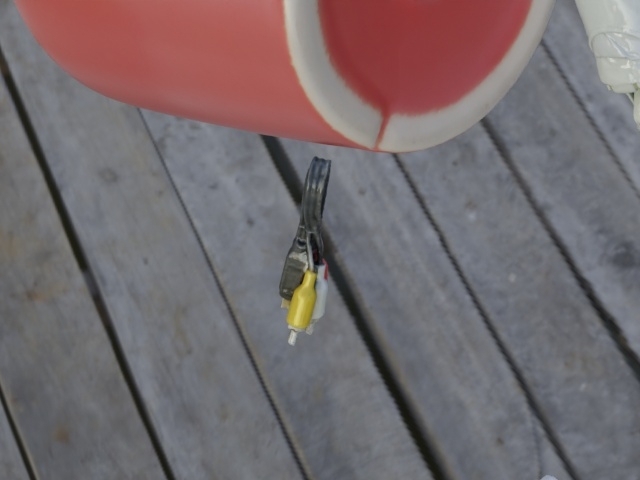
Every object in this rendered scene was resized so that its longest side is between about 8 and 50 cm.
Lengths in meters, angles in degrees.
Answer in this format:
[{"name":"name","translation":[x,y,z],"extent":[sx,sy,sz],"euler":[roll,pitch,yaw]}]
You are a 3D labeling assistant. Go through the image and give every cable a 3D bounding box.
[{"name":"cable","translation":[0.000,0.000,1.536],"extent":[0.072,0.287,0.139],"euler":[21,38,6]}]

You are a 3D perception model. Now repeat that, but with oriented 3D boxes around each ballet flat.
[{"name":"ballet flat","translation":[0.503,-0.257,1.768],"extent":[0.139,0.400,0.139],"euler":[-22,51,29]}]

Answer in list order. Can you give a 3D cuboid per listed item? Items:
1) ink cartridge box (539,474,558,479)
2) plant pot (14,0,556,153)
[{"name":"ink cartridge box","translation":[0.137,0.377,1.087],"extent":[0.278,0.201,0.117],"euler":[-34,70,-28]},{"name":"plant pot","translation":[-0.013,-0.178,0.653],"extent":[0.275,0.275,0.243],"euler":[-33,39,-23]}]
